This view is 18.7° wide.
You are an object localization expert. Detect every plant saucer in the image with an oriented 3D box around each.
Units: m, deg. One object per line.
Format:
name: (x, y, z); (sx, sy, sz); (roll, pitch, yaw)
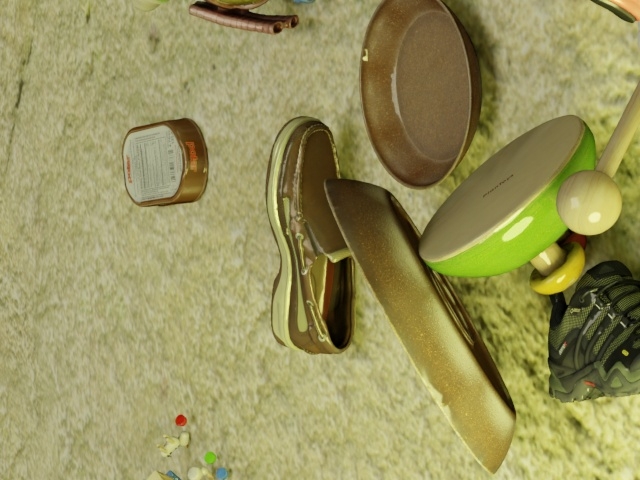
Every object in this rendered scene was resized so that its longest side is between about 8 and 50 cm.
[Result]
plant saucer: (0.103, -0.149, 1.897); (0.198, 0.036, 0.198); (17, 110, 57)
plant saucer: (0.101, 0.068, 1.781); (0.310, 0.050, 0.310); (60, -174, -10)

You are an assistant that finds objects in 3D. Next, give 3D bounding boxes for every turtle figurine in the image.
turtle figurine: (-0.133, -0.349, 2.115); (0.266, 0.275, 0.198); (-2, 60, 64)

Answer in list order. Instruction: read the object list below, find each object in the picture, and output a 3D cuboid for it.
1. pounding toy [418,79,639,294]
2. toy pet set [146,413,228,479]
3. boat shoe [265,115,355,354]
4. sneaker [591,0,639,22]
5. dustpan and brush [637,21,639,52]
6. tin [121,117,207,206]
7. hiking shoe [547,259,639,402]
pounding toy: (0.203, -0.017, 1.663); (0.110, 0.183, 0.237); (48, 140, -14)
toy pet set: (-0.164, 0.302, 2.447); (0.114, 0.065, 0.122); (-48, 49, 8)
boat shoe: (0.006, -0.002, 2.057); (0.095, 0.095, 0.257); (17, 117, 43)
sneaker: (0.214, -0.301, 1.639); (0.136, 0.116, 0.314); (-56, 39, 14)
dustpan and brush: (0.313, -0.101, 1.538); (0.147, 0.060, 0.211); (153, 115, -71)
tin: (-0.197, -0.097, 2.429); (0.190, 0.040, 0.106); (-6, 86, 60)
hiking shoe: (0.253, 0.072, 1.631); (0.227, 0.086, 0.114); (-20, 82, 60)
